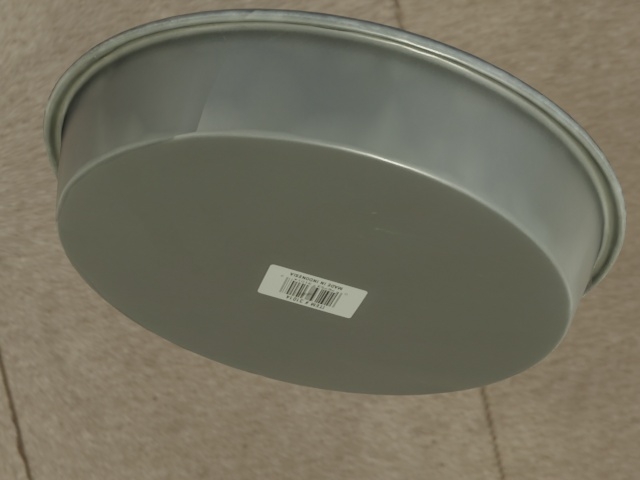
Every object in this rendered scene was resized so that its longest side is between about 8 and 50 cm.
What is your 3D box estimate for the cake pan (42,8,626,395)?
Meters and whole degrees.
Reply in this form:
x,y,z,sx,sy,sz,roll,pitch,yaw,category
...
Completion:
x,y,z,sx,sy,sz,roll,pitch,yaw,category
0.000,0.000,0.671,0.293,0.293,0.054,22,60,-17,cake pan
